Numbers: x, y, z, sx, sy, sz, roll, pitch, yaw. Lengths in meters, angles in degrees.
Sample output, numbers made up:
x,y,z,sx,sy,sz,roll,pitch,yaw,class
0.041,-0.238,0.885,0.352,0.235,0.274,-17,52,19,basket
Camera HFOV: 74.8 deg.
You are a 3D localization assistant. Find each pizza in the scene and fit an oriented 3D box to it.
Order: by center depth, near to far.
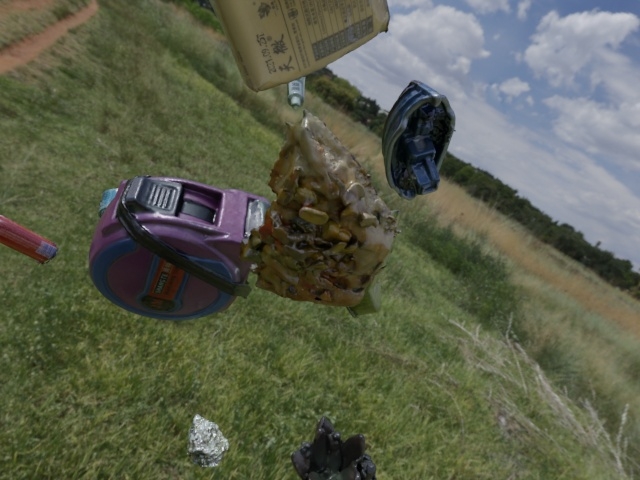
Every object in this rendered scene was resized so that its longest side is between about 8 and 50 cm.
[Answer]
x,y,z,sx,sy,sz,roll,pitch,yaw,class
0.000,0.000,0.410,0.147,0.226,0.069,24,47,-5,pizza

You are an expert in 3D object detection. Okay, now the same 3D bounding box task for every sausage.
x,y,z,sx,sy,sz,roll,pitch,yaw,class
-0.529,-0.007,0.722,0.145,0.050,0.048,57,26,-59,sausage

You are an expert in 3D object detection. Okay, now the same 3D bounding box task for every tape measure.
x,y,z,sx,sy,sz,roll,pitch,yaw,class
-0.203,0.015,0.628,0.245,0.231,0.149,17,47,-22,tape measure

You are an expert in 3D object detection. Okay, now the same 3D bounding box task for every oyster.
x,y,z,sx,sy,sz,roll,pitch,yaw,class
-0.242,0.423,0.885,0.100,0.037,0.098,1,45,18,oyster

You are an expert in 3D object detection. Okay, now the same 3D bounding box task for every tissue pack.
x,y,z,sx,sy,sz,roll,pitch,yaw,class
-0.033,-0.284,0.419,0.090,0.186,0.222,61,-3,41,tissue pack

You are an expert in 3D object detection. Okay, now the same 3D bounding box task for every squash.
x,y,z,sx,sy,sz,roll,pitch,yaw,class
0.105,0.050,0.862,0.133,0.220,0.220,-4,6,15,squash

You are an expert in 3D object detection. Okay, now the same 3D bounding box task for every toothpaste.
x,y,z,sx,sy,sz,roll,pitch,yaw,class
-0.050,-0.307,0.830,0.049,0.031,0.204,10,39,-11,toothpaste

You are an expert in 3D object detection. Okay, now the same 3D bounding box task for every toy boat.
x,y,z,sx,sy,sz,roll,pitch,yaw,class
0.188,-0.169,0.797,0.309,0.129,0.142,83,-11,-63,toy boat

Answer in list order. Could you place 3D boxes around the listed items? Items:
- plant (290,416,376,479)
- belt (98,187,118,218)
x,y,z,sx,sy,sz,roll,pitch,yaw,class
0.039,0.541,0.942,0.181,0.320,0.194,5,46,10,plant
-0.397,-0.056,1.067,0.302,0.087,0.072,15,51,-27,belt
